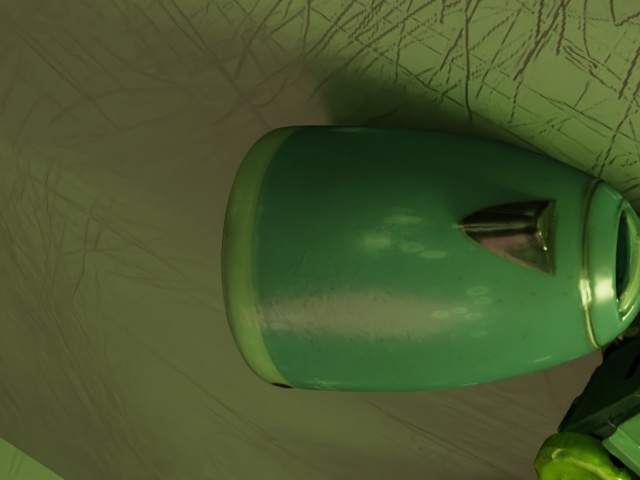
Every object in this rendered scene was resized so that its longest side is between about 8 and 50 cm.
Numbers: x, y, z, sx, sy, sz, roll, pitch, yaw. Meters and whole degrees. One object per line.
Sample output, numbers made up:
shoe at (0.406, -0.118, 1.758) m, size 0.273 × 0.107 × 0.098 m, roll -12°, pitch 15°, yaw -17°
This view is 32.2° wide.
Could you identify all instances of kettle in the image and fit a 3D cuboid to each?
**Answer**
kettle at (0.133, 0.027, 1.015) m, size 0.342 × 0.247 × 0.319 m, roll 1°, pitch 166°, yaw 25°

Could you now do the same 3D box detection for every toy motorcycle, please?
toy motorcycle at (0.357, 0.155, 0.968) m, size 0.200 × 0.191 × 0.326 m, roll 42°, pitch 147°, yaw -2°
